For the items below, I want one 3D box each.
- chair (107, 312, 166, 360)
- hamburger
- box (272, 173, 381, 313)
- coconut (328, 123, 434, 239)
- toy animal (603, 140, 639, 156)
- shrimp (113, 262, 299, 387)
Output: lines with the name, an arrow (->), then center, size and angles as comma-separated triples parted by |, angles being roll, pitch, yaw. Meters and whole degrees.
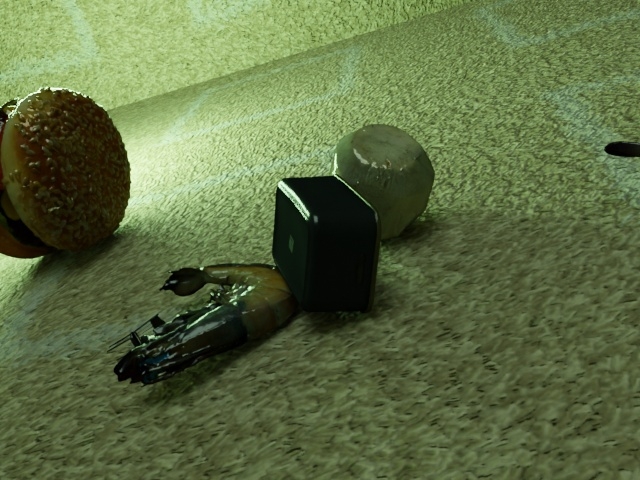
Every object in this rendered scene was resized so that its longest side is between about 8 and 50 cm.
chair -> -0.251, 0.140, 0.941 | 0.086, 0.037, 0.042 | -31, 16, -15
hamburger -> -0.541, -0.131, 1.357 | 0.250, 0.330, 0.330 | -15, 25, 20
box -> 0.000, 0.000, 0.898 | 0.090, 0.144, 0.201 | -1, 22, -17
coconut -> 0.087, -0.080, 1.023 | 0.161, 0.162, 0.161 | 3, 47, -3
toy animal -> 0.559, -0.130, 0.863 | 0.324, 0.090, 0.195 | -18, 18, -18
shrimp -> -0.171, 0.095, 0.921 | 0.222, 0.054, 0.290 | 20, 38, 42
